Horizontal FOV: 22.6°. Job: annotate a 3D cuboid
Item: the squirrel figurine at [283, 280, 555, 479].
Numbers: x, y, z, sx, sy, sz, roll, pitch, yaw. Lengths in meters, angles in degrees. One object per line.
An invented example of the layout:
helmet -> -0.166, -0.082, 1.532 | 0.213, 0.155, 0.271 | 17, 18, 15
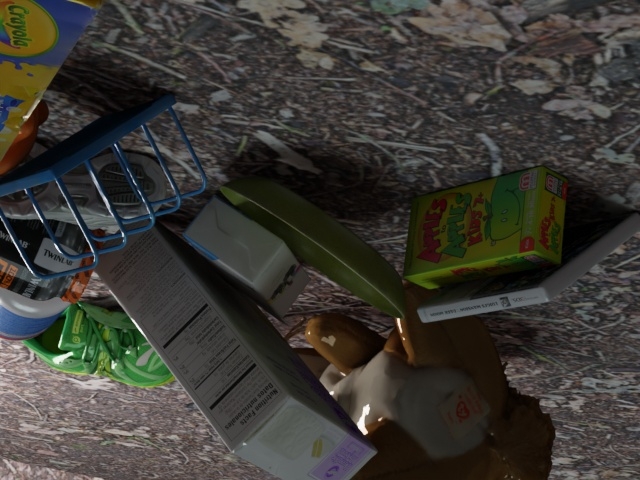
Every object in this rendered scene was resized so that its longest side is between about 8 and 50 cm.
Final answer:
squirrel figurine -> 0.102, 0.241, 2.147 | 0.397, 0.281, 0.370 | 22, 163, -29

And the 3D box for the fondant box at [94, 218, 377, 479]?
fondant box -> -0.102, 0.136, 1.867 | 0.330, 0.096, 0.238 | 49, -175, 34

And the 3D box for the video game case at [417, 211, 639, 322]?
video game case -> 0.219, 0.029, 1.666 | 0.173, 0.022, 0.190 | -14, -167, 46

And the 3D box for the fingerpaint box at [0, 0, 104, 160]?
fingerpaint box -> -0.369, -0.212, 1.168 | 0.371, 0.163, 0.445 | 15, 162, -17

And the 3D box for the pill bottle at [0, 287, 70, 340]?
pill bottle -> -0.357, 0.044, 1.960 | 0.124, 0.124, 0.221 | 14, 161, -18

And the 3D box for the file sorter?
file sorter -> -0.210, -0.050, 1.528 | 0.118, 0.170, 0.104 | -12, 110, 45

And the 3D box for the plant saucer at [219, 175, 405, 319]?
plant saucer -> 0.000, 0.000, 1.696 | 0.241, 0.037, 0.241 | 35, 174, 4

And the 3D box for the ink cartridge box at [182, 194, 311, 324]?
ink cartridge box -> -0.078, 0.025, 1.828 | 0.104, 0.061, 0.181 | 34, 171, 20

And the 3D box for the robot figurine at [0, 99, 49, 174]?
robot figurine -> -0.352, -0.109, 1.517 | 0.128, 0.158, 0.219 | 47, 146, -18

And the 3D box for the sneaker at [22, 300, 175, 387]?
sneaker -> -0.304, 0.145, 2.254 | 0.295, 0.109, 0.123 | -4, 162, 31

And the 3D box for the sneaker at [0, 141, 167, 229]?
sneaker -> -0.283, -0.049, 1.725 | 0.232, 0.090, 0.115 | 10, 164, -3

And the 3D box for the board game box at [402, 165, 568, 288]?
board game box -> 0.167, -0.011, 1.644 | 0.043, 0.092, 0.181 | 23, 156, -38

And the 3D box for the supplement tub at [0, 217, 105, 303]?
supplement tub -> -0.346, -0.005, 1.789 | 0.190, 0.117, 0.117 | 23, 158, -13
